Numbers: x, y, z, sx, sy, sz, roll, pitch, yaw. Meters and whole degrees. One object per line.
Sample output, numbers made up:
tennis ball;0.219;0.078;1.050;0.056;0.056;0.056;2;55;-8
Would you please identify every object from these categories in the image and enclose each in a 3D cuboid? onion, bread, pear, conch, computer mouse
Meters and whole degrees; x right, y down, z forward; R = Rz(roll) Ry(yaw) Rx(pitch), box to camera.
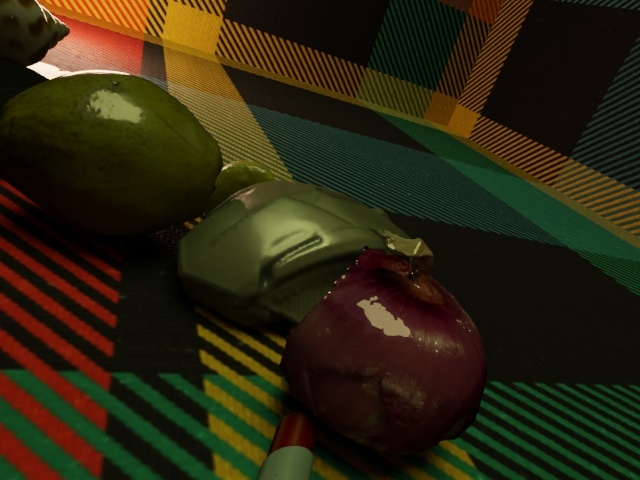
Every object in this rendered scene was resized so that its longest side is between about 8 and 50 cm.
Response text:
onion;0.072;0.110;0.460;0.200;0.201;0.207;22;-10;4
bread;-0.123;-0.078;0.776;0.129;0.111;0.114;19;16;-15
pear;-0.257;-0.106;0.596;0.269;0.213;0.212;11;25;-35
conch;-0.577;-0.381;0.819;0.274;0.182;0.149;8;67;-52
computer mouse;0.003;-0.003;0.665;0.428;0.146;0.228;-6;33;-46

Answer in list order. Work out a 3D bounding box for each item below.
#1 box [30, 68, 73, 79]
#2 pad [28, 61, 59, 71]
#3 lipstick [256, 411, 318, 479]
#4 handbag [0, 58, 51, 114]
box;-0.483;-0.269;0.926;0.240;0.071;0.159;28;23;16
pad;-0.755;-0.416;1.103;0.175;0.002;0.266;15;24;-11
lipstick;-0.039;0.204;0.294;0.068;0.061;0.274;17;19;3
handbag;-0.511;-0.203;0.719;0.307;0.093;0.253;28;29;17
